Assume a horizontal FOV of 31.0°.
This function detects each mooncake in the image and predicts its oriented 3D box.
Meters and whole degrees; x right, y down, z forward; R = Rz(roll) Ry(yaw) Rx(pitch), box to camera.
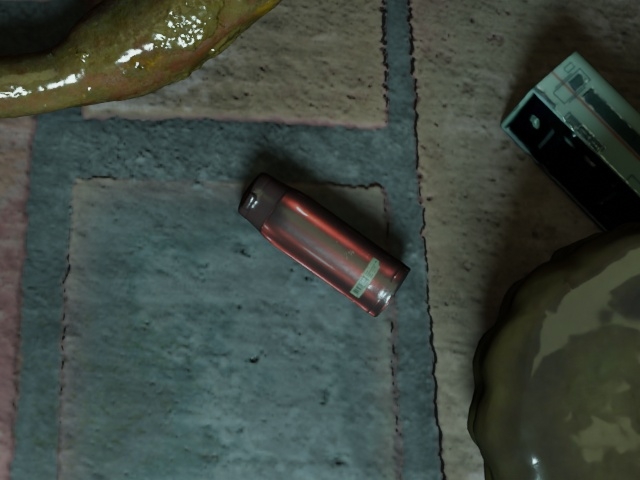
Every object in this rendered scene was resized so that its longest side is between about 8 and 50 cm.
[{"bbox_3d":[0.278,0.138,0.947,0.323,0.187,0.324,0,88,-1],"label":"mooncake"}]

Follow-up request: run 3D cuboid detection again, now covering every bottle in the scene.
[{"bbox_3d":[0.000,0.000,1.043,0.164,0.060,0.060,36,70,2],"label":"bottle"}]

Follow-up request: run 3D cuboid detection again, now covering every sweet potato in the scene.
[{"bbox_3d":[-0.187,-0.175,1.041,0.385,0.109,0.109,-27,79,-4],"label":"sweet potato"}]

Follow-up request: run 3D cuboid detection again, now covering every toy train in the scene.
[{"bbox_3d":[0.350,-0.004,1.093,0.088,0.086,0.407,-40,84,-24],"label":"toy train"}]
